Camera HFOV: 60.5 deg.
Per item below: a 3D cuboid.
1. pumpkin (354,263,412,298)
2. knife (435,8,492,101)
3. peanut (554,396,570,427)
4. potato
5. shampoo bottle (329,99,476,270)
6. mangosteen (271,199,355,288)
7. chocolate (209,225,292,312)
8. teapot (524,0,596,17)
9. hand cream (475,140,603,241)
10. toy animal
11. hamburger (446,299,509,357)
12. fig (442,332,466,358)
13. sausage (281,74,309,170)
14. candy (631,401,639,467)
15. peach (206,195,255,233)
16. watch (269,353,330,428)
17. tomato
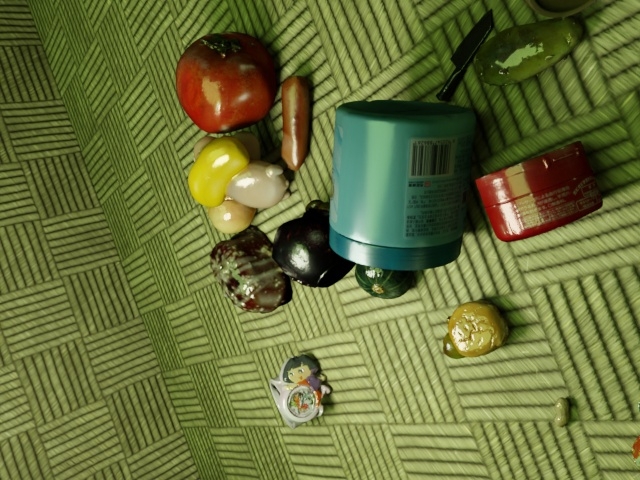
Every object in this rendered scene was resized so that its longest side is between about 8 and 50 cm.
[{"bbox_3d":[0.178,0.094,1.565,0.167,0.167,0.125,-18,49,49],"label":"pumpkin"},{"bbox_3d":[0.335,-0.434,1.288,0.060,0.028,0.230,60,138,31],"label":"knife"},{"bbox_3d":[0.580,0.414,1.320,0.037,0.037,0.083,15,113,44],"label":"peanut"},{"bbox_3d":[0.428,-0.395,1.145,0.225,0.090,0.117,-13,88,42],"label":"potato"},{"bbox_3d":[0.190,-0.147,1.315,0.331,0.331,0.343,22,118,41],"label":"shampoo bottle"},{"bbox_3d":[0.001,0.005,1.641,0.233,0.287,0.288,48,134,27],"label":"mangosteen"},{"bbox_3d":[-0.275,0.121,2.019,0.340,0.210,0.225,57,135,15],"label":"chocolate"},{"bbox_3d":[0.449,-0.546,1.018,0.267,0.185,0.175,-28,49,20],"label":"teapot"},{"bbox_3d":[0.449,-0.099,1.133,0.230,0.230,0.149,-25,87,49],"label":"hand cream"},{"bbox_3d":[-0.270,-0.268,1.836,0.278,0.345,0.247,93,-179,-46],"label":"toy animal"},{"bbox_3d":[0.397,0.222,1.397,0.147,0.083,0.138,-35,63,31],"label":"hamburger"},{"bbox_3d":[0.372,0.284,1.476,0.088,0.074,0.074,17,119,18],"label":"fig"},{"bbox_3d":[-0.076,-0.365,1.717,0.089,0.083,0.300,22,123,34],"label":"sausage"},{"bbox_3d":[0.697,0.354,1.157,0.084,0.078,0.288,-3,94,51],"label":"candy"},{"bbox_3d":[-0.323,-0.119,2.014,0.184,0.184,0.184,20,118,42],"label":"peach"},{"bbox_3d":[-0.087,0.553,2.031,0.244,0.196,0.231,65,160,8],"label":"watch"},{"bbox_3d":[-0.307,-0.507,1.776,0.325,0.293,0.290,37,143,26],"label":"tomato"}]
